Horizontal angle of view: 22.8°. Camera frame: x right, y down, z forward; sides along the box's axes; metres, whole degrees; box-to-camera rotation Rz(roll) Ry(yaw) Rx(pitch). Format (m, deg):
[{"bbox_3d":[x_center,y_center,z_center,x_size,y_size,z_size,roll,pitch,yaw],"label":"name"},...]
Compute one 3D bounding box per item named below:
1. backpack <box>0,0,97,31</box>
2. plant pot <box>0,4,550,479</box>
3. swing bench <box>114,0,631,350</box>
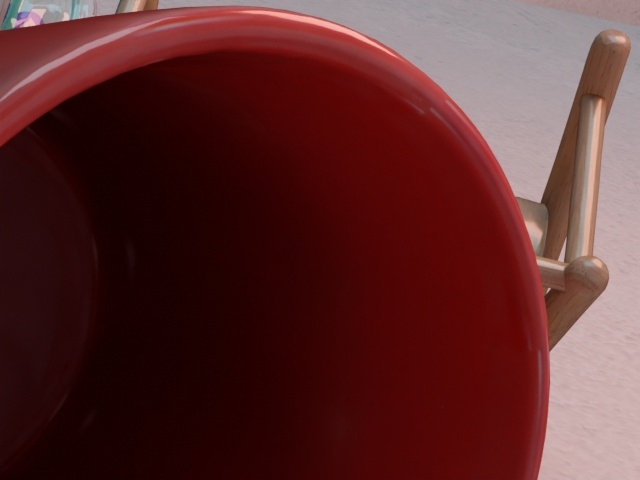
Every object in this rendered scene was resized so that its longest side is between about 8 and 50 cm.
[{"bbox_3d":[-0.232,-0.113,0.895,0.191,0.253,0.225,8,18,-19],"label":"backpack"},{"bbox_3d":[-0.100,0.048,0.544,0.275,0.275,0.243,-1,12,-40],"label":"plant pot"},{"bbox_3d":[0.000,0.000,0.822,0.253,0.255,0.165,13,55,1],"label":"swing bench"}]
